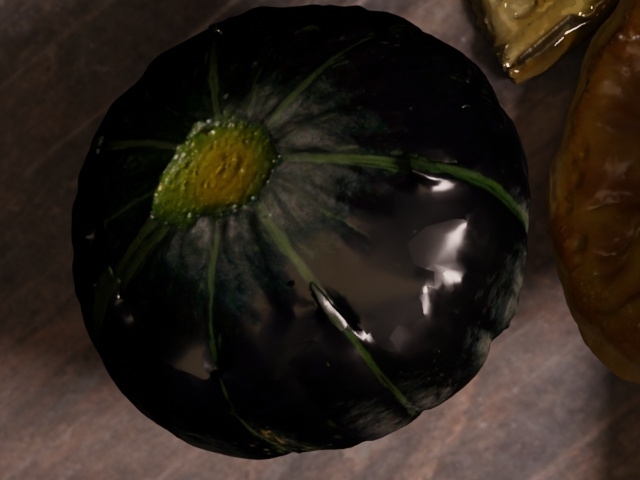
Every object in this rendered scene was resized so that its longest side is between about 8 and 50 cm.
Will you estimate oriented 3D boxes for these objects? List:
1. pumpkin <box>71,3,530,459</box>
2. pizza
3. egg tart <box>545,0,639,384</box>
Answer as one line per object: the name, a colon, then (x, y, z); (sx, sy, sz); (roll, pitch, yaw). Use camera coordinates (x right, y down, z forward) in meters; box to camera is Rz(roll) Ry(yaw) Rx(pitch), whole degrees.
pumpkin: (0.000, 0.000, 0.973); (0.295, 0.296, 0.296); (0, 92, 3)
pizza: (0.139, -0.217, 1.016); (0.188, 0.080, 0.204); (28, 95, 2)
egg tart: (0.282, -0.052, 0.935); (0.132, 0.341, 0.341); (16, 94, -33)
